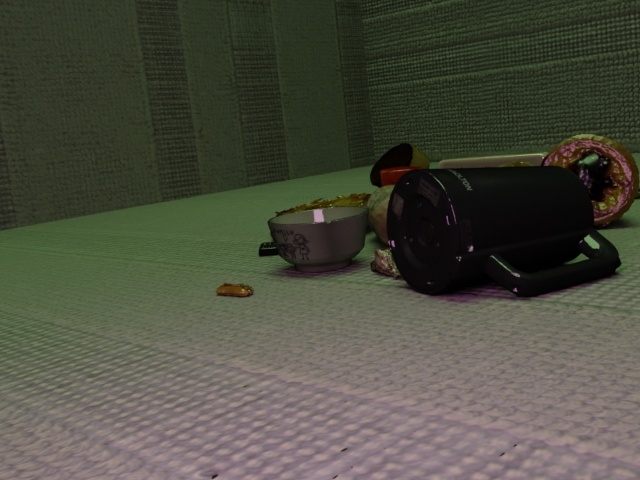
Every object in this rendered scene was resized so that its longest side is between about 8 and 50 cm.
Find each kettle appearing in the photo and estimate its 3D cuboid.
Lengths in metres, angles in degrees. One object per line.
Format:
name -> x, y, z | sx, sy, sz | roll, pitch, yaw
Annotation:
kettle -> 0.306, -0.028, 1.273 | 0.307, 0.203, 0.262 | -7, 6, -26

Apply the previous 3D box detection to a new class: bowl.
bowl -> 0.000, 0.000, 1.559 | 0.211, 0.112, 0.211 | -5, 8, 1

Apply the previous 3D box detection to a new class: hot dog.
hot dog -> -0.156, 0.088, 1.394 | 0.083, 0.021, 0.037 | -1, 11, 35

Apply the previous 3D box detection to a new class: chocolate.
chocolate -> 0.173, -0.061, 1.766 | 0.134, 0.134, 0.309 | -6, 7, 0

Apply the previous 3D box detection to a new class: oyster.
oyster -> 0.152, 0.037, 1.434 | 0.105, 0.056, 0.177 | 1, 4, -3

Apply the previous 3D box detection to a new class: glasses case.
glasses case -> 0.522, -0.185, 2.296 | 0.336, 0.144, 0.076 | -2, 9, 31

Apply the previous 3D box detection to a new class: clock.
clock -> 0.221, -0.120, 2.054 | 0.113, 0.155, 0.061 | -5, 18, 11

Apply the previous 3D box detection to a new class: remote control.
remote control -> -0.024, 0.010, 1.791 | 0.245, 0.025, 0.063 | -5, 10, 4

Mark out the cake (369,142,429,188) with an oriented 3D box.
cake -> 0.293, -0.213, 2.626 | 0.207, 0.178, 0.185 | -43, 27, 1

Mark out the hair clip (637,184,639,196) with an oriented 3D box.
hair clip -> 0.870, -0.144, 2.110 | 0.172, 0.049, 0.116 | -5, 13, -10

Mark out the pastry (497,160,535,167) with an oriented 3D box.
pastry -> 0.553, -0.155, 2.148 | 0.165, 0.088, 0.166 | -11, 37, 9

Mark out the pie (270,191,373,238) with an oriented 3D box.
pie -> 0.005, -0.057, 2.020 | 0.314, 0.093, 0.315 | -11, 10, 2

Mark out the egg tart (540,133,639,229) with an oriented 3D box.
egg tart -> 0.607, -0.125, 1.728 | 0.215, 0.215, 0.170 | -2, -5, 23
